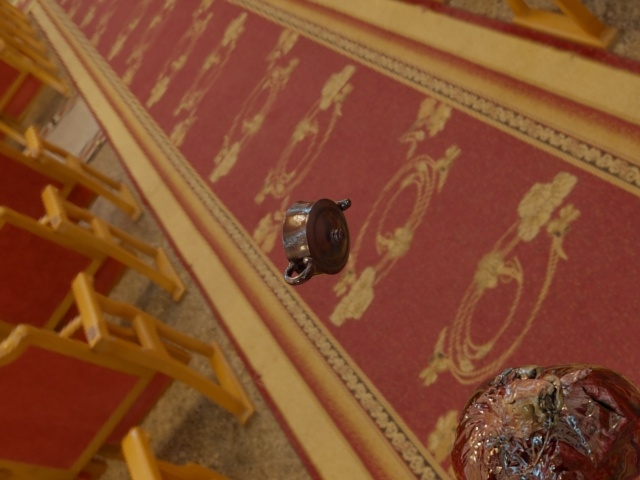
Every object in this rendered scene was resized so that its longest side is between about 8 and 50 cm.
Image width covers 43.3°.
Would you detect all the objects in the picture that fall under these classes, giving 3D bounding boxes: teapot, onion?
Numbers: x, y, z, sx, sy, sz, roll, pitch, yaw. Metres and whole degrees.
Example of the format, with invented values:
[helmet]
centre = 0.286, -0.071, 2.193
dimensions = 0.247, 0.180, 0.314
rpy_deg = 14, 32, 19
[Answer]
[teapot]
centre = 0.000, 0.000, 0.679
dimensions = 0.045, 0.067, 0.100
rpy_deg = -8, 40, 37
[onion]
centre = 0.309, 0.262, 1.045
dimensions = 0.281, 0.281, 0.221
rpy_deg = -49, 36, 8
